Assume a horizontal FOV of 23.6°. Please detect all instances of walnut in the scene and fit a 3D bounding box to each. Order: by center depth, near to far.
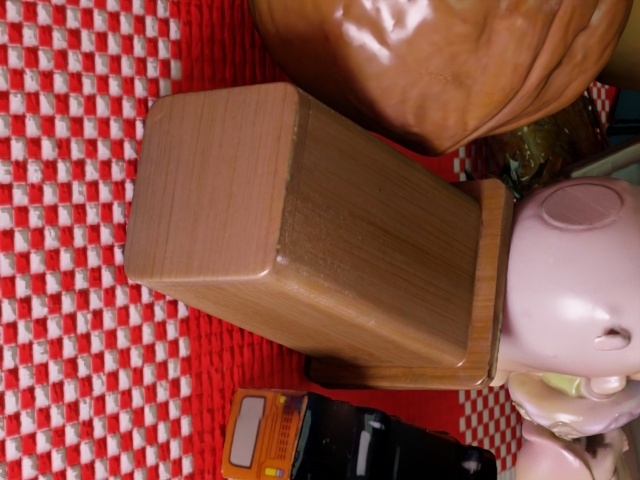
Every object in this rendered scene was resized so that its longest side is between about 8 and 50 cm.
[{"bbox_3d":[0.101,-0.269,1.275,0.354,0.308,0.398,7,90,-31],"label":"walnut"}]

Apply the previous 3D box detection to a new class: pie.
[{"bbox_3d":[0.275,-0.100,1.748,0.274,0.055,0.274,30,48,-40],"label":"pie"}]

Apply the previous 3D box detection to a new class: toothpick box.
[{"bbox_3d":[0.000,0.000,1.232,0.308,0.190,0.188,27,67,-52],"label":"toothpick box"}]

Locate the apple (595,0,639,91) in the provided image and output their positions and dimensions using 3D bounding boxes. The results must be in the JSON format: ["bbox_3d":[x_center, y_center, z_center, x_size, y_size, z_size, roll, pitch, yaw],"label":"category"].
[{"bbox_3d":[0.384,-0.375,1.639,0.473,0.473,0.474,0,89,-60],"label":"apple"}]

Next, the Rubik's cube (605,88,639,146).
[{"bbox_3d":[0.543,-0.044,2.058,0.293,0.283,0.288,60,43,-43],"label":"Rubik's cube"}]

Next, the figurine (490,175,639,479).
[{"bbox_3d":[0.216,0.130,1.422,0.227,0.274,0.394,-80,167,-55],"label":"figurine"}]

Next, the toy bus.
[{"bbox_3d":[0.054,0.206,1.397,0.409,0.092,0.093,28,67,-57],"label":"toy bus"}]

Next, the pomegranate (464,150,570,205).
[{"bbox_3d":[0.217,0.029,1.567,0.210,0.210,0.235,-50,134,-48],"label":"pomegranate"}]

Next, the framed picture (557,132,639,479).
[{"bbox_3d":[0.440,0.070,1.771,0.326,0.028,0.446,-24,112,-25],"label":"framed picture"}]
